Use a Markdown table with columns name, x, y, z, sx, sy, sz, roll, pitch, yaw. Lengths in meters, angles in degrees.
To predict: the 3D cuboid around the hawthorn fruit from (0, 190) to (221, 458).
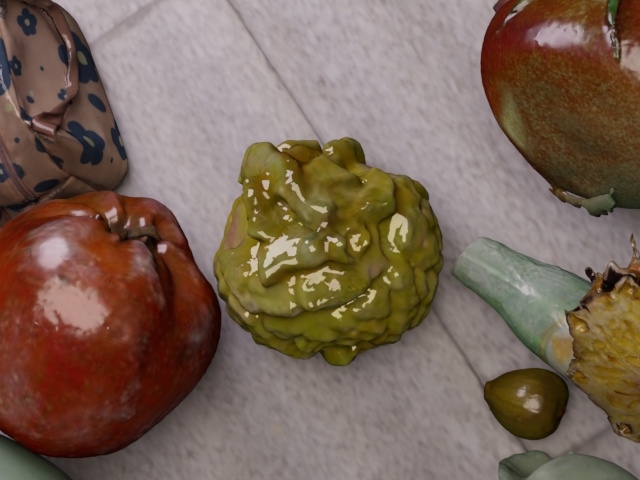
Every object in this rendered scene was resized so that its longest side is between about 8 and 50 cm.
| name | x | y | z | sx | sy | sz | roll | pitch | yaw |
| --- | --- | --- | --- | --- | --- | --- | --- | --- | --- |
| hawthorn fruit | -0.238 | 0.079 | 1.803 | 0.284 | 0.284 | 0.284 | -2 | 80 | 10 |

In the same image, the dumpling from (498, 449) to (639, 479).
| name | x | y | z | sx | sy | sz | roll | pitch | yaw |
| --- | --- | --- | --- | --- | --- | --- | --- | --- | --- |
| dumpling | 0.257 | 0.287 | 1.746 | 0.219 | 0.108 | 0.152 | 33 | 49 | 26 |

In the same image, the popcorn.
| name | x | y | z | sx | sy | sz | roll | pitch | yaw |
| --- | --- | --- | --- | --- | --- | --- | --- | --- | --- |
| popcorn | 0.000 | 0.000 | 1.810 | 0.259 | 0.212 | 0.259 | 0 | 85 | 5 |

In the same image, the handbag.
| name | x | y | z | sx | sy | sz | roll | pitch | yaw |
| --- | --- | --- | --- | --- | --- | --- | --- | --- | --- |
| handbag | -0.334 | -0.149 | 1.901 | 0.190 | 0.193 | 0.251 | -25 | 76 | 10 |

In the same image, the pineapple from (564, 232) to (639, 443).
| name | x | y | z | sx | sy | sz | roll | pitch | yaw |
| --- | --- | --- | --- | --- | --- | --- | --- | --- | --- |
| pineapple | 0.393 | 0.041 | 1.661 | 0.262 | 0.262 | 0.271 | 32 | 55 | 14 |

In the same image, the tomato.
| name | x | y | z | sx | sy | sz | roll | pitch | yaw |
| --- | --- | --- | --- | --- | --- | --- | --- | --- | --- |
| tomato | 0.311 | -0.158 | 1.741 | 0.303 | 0.303 | 0.239 | -14 | 109 | 8 |

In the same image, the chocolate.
| name | x | y | z | sx | sy | sz | roll | pitch | yaw |
| --- | --- | --- | --- | --- | --- | --- | --- | --- | --- |
| chocolate | 0.263 | 0.094 | 1.797 | 0.291 | 0.110 | 0.110 | 35 | 88 | 16 |

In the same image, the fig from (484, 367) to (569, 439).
| name | x | y | z | sx | sy | sz | roll | pitch | yaw |
| --- | --- | --- | --- | --- | --- | --- | --- | --- | --- |
| fig | 0.205 | 0.162 | 1.808 | 0.088 | 0.074 | 0.074 | 13 | 82 | 27 |

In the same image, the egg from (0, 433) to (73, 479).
| name | x | y | z | sx | sy | sz | roll | pitch | yaw |
| --- | --- | --- | --- | --- | --- | --- | --- | --- | --- |
| egg | -0.356 | 0.329 | 1.776 | 0.389 | 0.276 | 0.276 | 29 | 86 | 17 |
